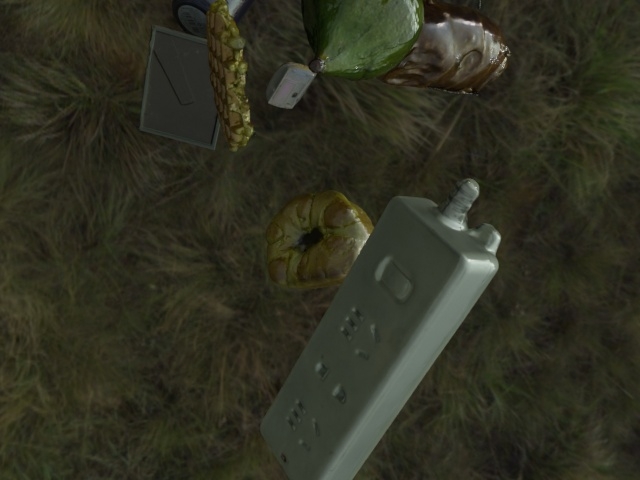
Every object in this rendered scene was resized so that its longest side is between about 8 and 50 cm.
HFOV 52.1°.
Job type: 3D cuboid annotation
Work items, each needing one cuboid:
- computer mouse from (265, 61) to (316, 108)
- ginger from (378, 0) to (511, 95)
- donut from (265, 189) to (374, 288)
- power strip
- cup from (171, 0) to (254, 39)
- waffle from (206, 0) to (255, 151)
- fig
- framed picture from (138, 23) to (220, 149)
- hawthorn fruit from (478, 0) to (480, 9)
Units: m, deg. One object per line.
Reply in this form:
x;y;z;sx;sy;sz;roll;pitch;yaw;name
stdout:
-0.080;-0.423;1.764;0.102;0.045;0.199;9;157;-20;computer mouse
0.206;-0.423;1.342;0.418;0.254;0.176;-2;146;-31;ginger
0.000;0.000;1.437;0.128;0.261;0.209;13;75;-49;donut
0.046;0.093;0.574;0.058;0.098;0.338;5;123;-43;power strip
-0.292;-0.657;1.706;0.256;0.254;0.178;-62;153;-24;cup
-0.191;-0.336;1.363;0.058;0.282;0.301;-13;147;-14;waffle
0.036;-0.309;0.976;0.203;0.203;0.235;49;63;-32;fig
-0.345;-0.385;1.679;0.213;0.016;0.289;14;124;-8;framed picture
0.189;-0.324;0.772;0.066;0.066;0.103;-5;101;-19;hawthorn fruit
